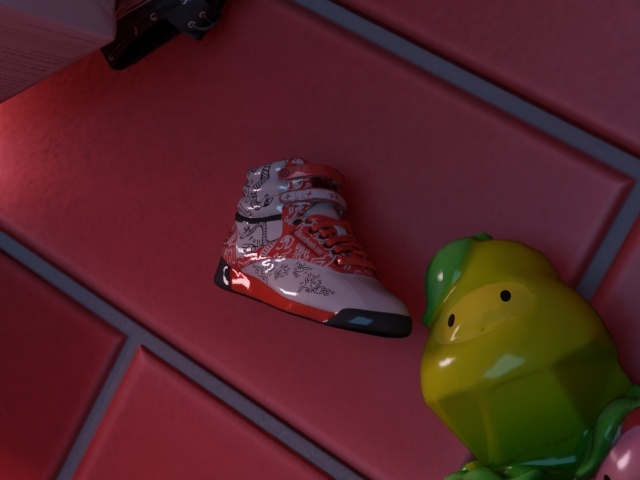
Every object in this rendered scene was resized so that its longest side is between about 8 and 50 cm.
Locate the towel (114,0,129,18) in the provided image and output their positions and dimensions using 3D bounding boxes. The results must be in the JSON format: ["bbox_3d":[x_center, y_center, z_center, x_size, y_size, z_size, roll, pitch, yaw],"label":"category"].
[{"bbox_3d":[-0.304,-0.318,1.416,0.187,0.049,0.282,-33,60,25],"label":"towel"}]

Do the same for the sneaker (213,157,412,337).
[{"bbox_3d":[-0.001,0.000,1.229,0.270,0.090,0.145,15,89,54],"label":"sneaker"}]

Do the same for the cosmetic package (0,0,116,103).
[{"bbox_3d":[-0.386,-0.252,1.332,0.385,0.156,0.217,-17,71,43],"label":"cosmetic package"}]

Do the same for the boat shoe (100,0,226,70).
[{"bbox_3d":[-0.143,-0.241,1.361,0.229,0.080,0.076,-21,85,23],"label":"boat shoe"}]

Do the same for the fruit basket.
[{"bbox_3d":[0.194,0.169,1.096,0.392,0.283,0.392,3,103,15],"label":"fruit basket"}]
